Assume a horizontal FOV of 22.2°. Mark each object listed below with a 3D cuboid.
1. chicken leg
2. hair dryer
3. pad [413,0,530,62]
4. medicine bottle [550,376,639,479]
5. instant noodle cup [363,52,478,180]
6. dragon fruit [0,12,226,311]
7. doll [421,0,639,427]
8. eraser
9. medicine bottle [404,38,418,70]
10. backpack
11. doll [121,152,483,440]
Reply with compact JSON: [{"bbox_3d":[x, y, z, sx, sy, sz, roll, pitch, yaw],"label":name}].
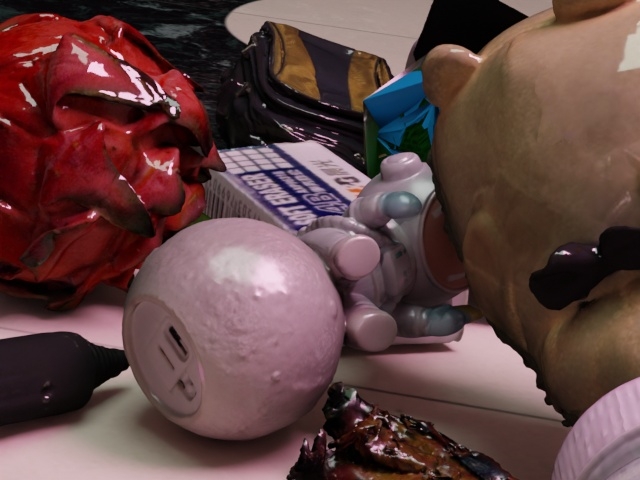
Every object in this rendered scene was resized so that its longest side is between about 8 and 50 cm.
[{"bbox_3d":[0.061,0.148,0.933,0.105,0.063,0.234,-13,28,-36],"label":"chicken leg"},{"bbox_3d":[-0.250,0.090,0.975,0.189,0.107,0.352,17,13,34],"label":"hair dryer"},{"bbox_3d":[0.267,-0.123,1.502,0.375,0.063,0.315,30,-15,2],"label":"pad"},{"bbox_3d":[0.187,0.176,0.741,0.165,0.165,0.273,8,17,2],"label":"medicine bottle"},{"bbox_3d":[0.161,-0.063,1.375,0.240,0.240,0.178,-3,10,-27],"label":"instant noodle cup"},{"bbox_3d":[-0.210,-0.080,1.213,0.293,0.234,0.234,35,4,-29],"label":"dragon fruit"},{"bbox_3d":[0.200,0.013,0.992,0.247,0.350,0.247,-21,-9,-4],"label":"doll"},{"bbox_3d":[0.000,0.000,1.323,0.130,0.086,0.287,-3,21,-23],"label":"eraser"},{"bbox_3d":[0.216,-0.131,1.697,0.254,0.152,0.152,4,18,-8],"label":"medicine bottle"},{"bbox_3d":[-0.004,-0.107,1.599,0.206,0.133,0.258,13,23,-11],"label":"backpack"},{"bbox_3d":[0.006,0.027,1.088,0.287,0.151,0.151,-26,35,-36],"label":"doll"}]
